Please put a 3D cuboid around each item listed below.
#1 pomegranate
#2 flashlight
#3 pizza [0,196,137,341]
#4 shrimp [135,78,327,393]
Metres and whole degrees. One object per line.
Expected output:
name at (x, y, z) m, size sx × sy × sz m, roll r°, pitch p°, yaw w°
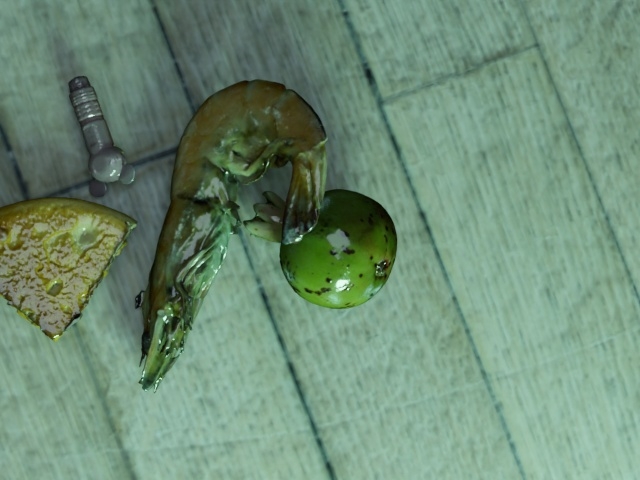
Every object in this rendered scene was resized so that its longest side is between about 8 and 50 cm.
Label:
pomegranate at (0.000, 0.000, 1.565) m, size 0.142 × 0.114 × 0.114 m, roll 25°, pitch 77°, yaw 23°
flashlight at (-0.202, -0.096, 1.572) m, size 0.052 × 0.031 × 0.110 m, roll -24°, pitch 81°, yaw 24°
pizza at (-0.242, 0.024, 1.543) m, size 0.178 × 0.041 × 0.131 m, roll -20°, pitch 84°, yaw -13°
shrimp at (-0.079, -0.001, 1.535) m, size 0.058 × 0.169 × 0.296 m, roll 23°, pitch 79°, yaw -52°
